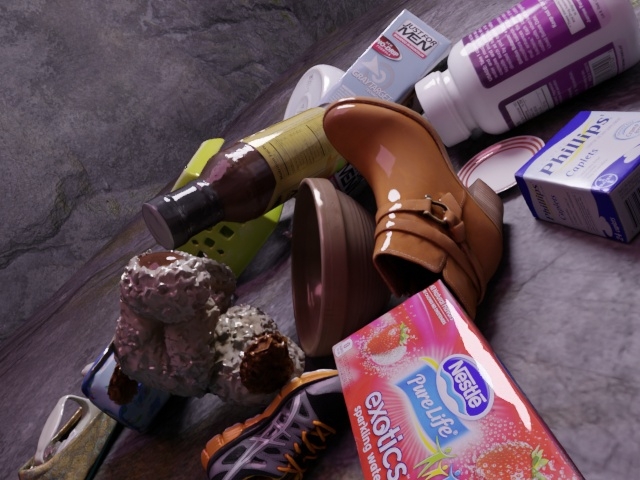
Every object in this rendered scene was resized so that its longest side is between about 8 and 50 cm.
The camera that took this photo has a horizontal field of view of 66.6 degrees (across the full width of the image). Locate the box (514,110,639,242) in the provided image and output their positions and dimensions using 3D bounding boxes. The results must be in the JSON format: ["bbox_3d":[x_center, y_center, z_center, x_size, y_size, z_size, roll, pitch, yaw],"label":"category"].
[{"bbox_3d":[0.319,-0.079,0.551,0.126,0.072,0.137,-42,24,-6],"label":"box"}]

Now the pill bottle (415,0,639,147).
[{"bbox_3d":[0.312,-0.275,0.773,0.302,0.169,0.169,-26,28,26],"label":"pill bottle"}]

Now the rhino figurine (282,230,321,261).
[{"bbox_3d":[0.000,0.000,0.862,0.106,0.073,0.243,-42,23,-11],"label":"rhino figurine"}]

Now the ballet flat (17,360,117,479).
[{"bbox_3d":[-0.404,0.291,0.883,0.123,0.123,0.348,-22,29,33],"label":"ballet flat"}]

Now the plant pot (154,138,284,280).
[{"bbox_3d":[-0.215,-0.070,1.044,0.228,0.207,0.227,-49,18,29],"label":"plant pot"}]

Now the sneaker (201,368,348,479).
[{"bbox_3d":[-0.033,0.223,0.540,0.215,0.084,0.083,-39,40,8],"label":"sneaker"}]

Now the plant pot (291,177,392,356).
[{"bbox_3d":[0.029,0.034,0.658,0.110,0.237,0.237,-1,22,-12],"label":"plant pot"}]

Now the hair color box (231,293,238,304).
[{"bbox_3d":[-0.256,0.148,0.991,0.167,0.053,0.093,-19,31,35],"label":"hair color box"}]

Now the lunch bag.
[{"bbox_3d":[-0.273,0.200,0.771,0.176,0.090,0.219,-56,-8,-28],"label":"lunch bag"}]

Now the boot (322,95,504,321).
[{"bbox_3d":[0.089,-0.039,0.575,0.109,0.283,0.220,-45,7,45],"label":"boot"}]

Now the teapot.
[{"bbox_3d":[0.032,-0.279,1.168,0.252,0.187,0.256,-51,37,39],"label":"teapot"}]

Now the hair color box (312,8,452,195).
[{"bbox_3d":[0.077,-0.223,0.931,0.374,0.114,0.185,-48,-14,-1],"label":"hair color box"}]

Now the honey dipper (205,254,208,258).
[{"bbox_3d":[-0.324,0.051,1.279,0.161,0.030,0.030,-19,32,32],"label":"honey dipper"}]

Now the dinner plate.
[{"bbox_3d":[0.269,-0.107,0.734,0.141,0.017,0.141,-31,26,17],"label":"dinner plate"}]

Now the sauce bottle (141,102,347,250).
[{"bbox_3d":[-0.088,-0.097,0.703,0.344,0.111,0.111,-33,18,-32],"label":"sauce bottle"}]

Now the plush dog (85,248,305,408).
[{"bbox_3d":[-0.128,0.139,0.611,0.262,0.226,0.210,94,-164,-84],"label":"plush dog"}]

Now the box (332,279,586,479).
[{"bbox_3d":[0.110,0.162,0.375,0.128,0.122,0.257,-35,25,9],"label":"box"}]
